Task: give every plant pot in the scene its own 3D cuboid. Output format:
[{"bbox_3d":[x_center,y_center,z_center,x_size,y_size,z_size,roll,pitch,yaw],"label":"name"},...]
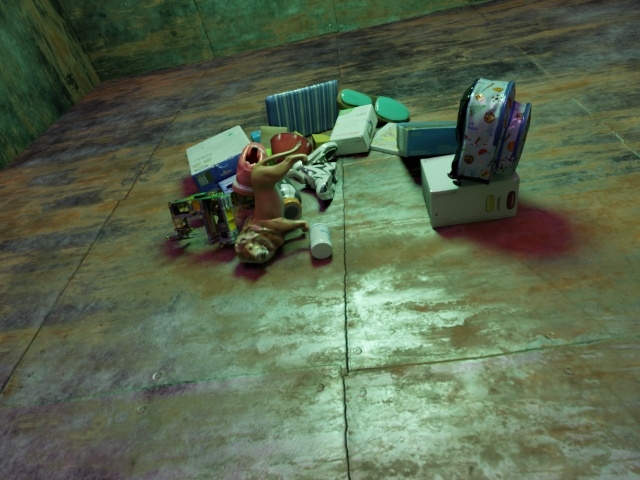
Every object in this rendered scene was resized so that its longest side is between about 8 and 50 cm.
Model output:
[{"bbox_3d":[0.013,-0.413,1.895,0.083,0.081,0.081,-9,38,-9],"label":"plant pot"}]

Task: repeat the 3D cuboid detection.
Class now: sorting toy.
[{"bbox_3d":[-0.194,-0.444,1.963,0.274,0.132,0.046,9,19,22],"label":"sorting toy"}]

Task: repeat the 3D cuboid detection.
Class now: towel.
[{"bbox_3d":[-0.078,-0.584,1.987,0.336,0.243,0.040,-17,49,-10],"label":"towel"}]

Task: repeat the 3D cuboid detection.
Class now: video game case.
[{"bbox_3d":[0.330,-0.434,1.859,0.227,0.026,0.206,23,52,37],"label":"video game case"}]

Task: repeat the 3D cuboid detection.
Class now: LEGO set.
[{"bbox_3d":[-0.372,-0.071,1.561,0.331,0.192,0.255,-7,14,17],"label":"LEGO set"}]

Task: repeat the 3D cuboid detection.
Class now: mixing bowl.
[{"bbox_3d":[-0.129,-0.357,1.819,0.181,0.181,0.098,2,67,19],"label":"mixing bowl"}]

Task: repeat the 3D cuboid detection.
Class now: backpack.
[{"bbox_3d":[0.484,-0.320,1.249,0.213,0.263,0.276,4,41,22],"label":"backpack"}]

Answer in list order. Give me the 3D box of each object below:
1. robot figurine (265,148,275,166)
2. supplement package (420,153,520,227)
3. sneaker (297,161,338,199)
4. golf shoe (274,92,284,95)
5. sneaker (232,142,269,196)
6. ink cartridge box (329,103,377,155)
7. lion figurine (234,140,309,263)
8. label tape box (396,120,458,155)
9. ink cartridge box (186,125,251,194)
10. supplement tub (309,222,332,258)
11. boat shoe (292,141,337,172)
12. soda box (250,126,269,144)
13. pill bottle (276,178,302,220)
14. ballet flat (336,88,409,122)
[{"bbox_3d":[-0.229,-0.359,1.909,0.101,0.067,0.115,-42,36,17],"label":"robot figurine"},{"bbox_3d":[0.471,-0.173,1.402,0.261,0.145,0.204,-8,39,8],"label":"supplement package"},{"bbox_3d":[-0.024,-0.223,1.661,0.153,0.094,0.235,-3,40,16],"label":"sneaker"},{"bbox_3d":[-0.111,-0.608,2.060,0.273,0.105,0.120,11,37,-35],"label":"golf shoe"},{"bbox_3d":[-0.227,-0.283,1.527,0.116,0.136,0.314,13,37,-11],"label":"sneaker"},{"bbox_3d":[0.143,-0.474,1.874,0.154,0.093,0.212,-3,49,27],"label":"ink cartridge box"},{"bbox_3d":[-0.162,-0.122,1.407,0.240,0.392,0.142,-3,5,-10],"label":"lion figurine"},{"bbox_3d":[0.417,-0.368,1.580,0.240,0.106,0.334,-2,18,2],"label":"label tape box"},{"bbox_3d":[-0.393,-0.310,1.797,0.270,0.151,0.395,-26,33,-6],"label":"ink cartridge box"},{"bbox_3d":[0.000,0.000,1.400,0.071,0.071,0.107,-13,39,2],"label":"supplement tub"},{"bbox_3d":[-0.009,-0.323,1.794,0.219,0.078,0.070,-36,61,-9],"label":"boat shoe"},{"bbox_3d":[-0.222,-0.504,2.081,0.210,0.071,0.067,-21,39,-8],"label":"soda box"},{"bbox_3d":[-0.149,-0.161,1.595,0.130,0.130,0.246,-24,39,-12],"label":"pill bottle"},{"bbox_3d":[0.230,-0.597,1.992,0.342,0.124,0.116,9,77,-13],"label":"ballet flat"}]
